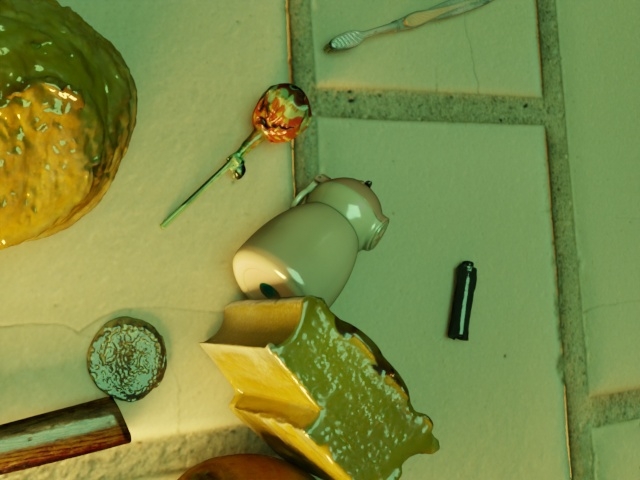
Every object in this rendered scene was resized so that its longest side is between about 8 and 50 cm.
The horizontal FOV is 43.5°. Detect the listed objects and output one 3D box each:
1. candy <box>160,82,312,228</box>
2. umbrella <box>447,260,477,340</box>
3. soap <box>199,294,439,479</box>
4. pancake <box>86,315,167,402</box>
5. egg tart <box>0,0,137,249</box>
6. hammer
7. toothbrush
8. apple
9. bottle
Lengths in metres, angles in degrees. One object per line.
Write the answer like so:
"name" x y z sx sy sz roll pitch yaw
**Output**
"candy" -0.121 -0.117 1.145 0.288 0.084 0.078 -46 108 -15
"umbrella" 0.233 0.098 1.307 0.036 0.031 0.133 24 72 -48
"soap" -0.018 0.192 1.037 0.143 0.281 0.259 -42 101 -21
"pancake" -0.256 0.158 1.076 0.114 0.011 0.115 3 83 -25
"egg tart" -0.370 -0.126 0.917 0.351 0.153 0.340 -3 112 -35
"hammer" -0.425 0.255 0.945 0.408 0.095 0.243 -9 88 -28
"toothbrush" 0.163 -0.366 1.324 0.375 0.037 0.028 -24 95 -27
"apple" -0.087 0.379 1.024 0.236 0.207 0.237 4 81 -23
"bottle" 0.000 0.000 1.149 0.148 0.147 0.236 51 59 -12
